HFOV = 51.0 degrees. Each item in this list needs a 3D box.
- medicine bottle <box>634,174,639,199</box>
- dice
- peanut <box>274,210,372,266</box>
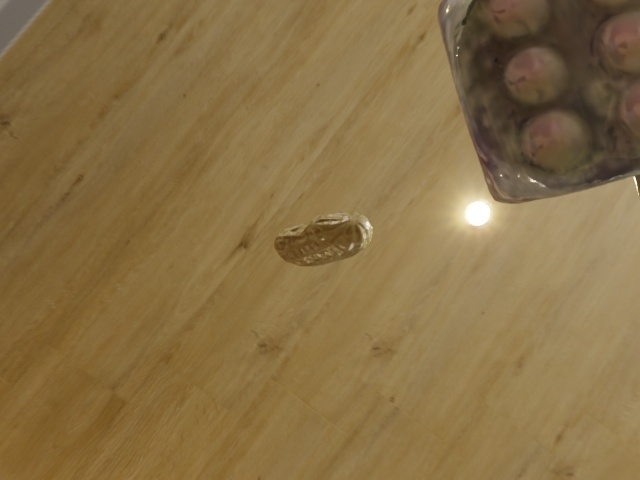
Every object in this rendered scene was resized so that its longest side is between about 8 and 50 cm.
[{"bbox_3d":[0.597,-0.133,1.119,0.088,0.132,0.188,-4,-100,-31],"label":"medicine bottle"},{"bbox_3d":[0.307,-0.208,0.824,0.270,0.271,0.270,-17,-85,16],"label":"dice"},{"bbox_3d":[0.000,0.000,1.177,0.194,0.093,0.083,-13,-103,28],"label":"peanut"}]
